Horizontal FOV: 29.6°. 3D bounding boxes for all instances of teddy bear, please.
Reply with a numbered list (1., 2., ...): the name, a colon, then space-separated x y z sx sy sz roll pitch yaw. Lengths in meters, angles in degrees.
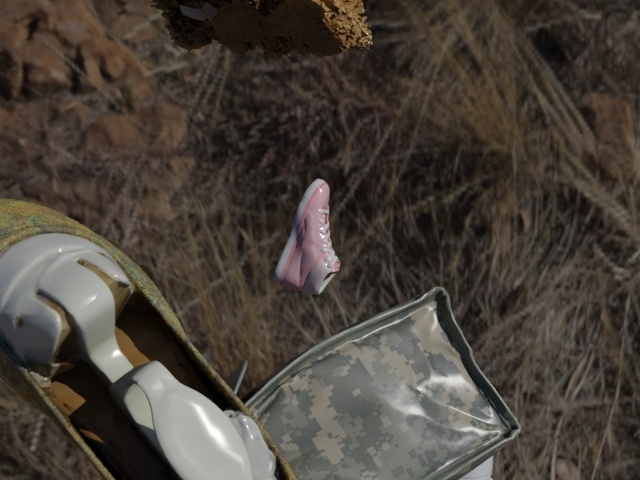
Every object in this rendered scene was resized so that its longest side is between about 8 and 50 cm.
1. teddy bear: -0.092 -0.310 1.512 0.338 0.245 0.113 0 55 47

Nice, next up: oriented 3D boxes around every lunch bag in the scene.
1. lunch bag: -0.020 0.182 1.021 0.287 0.235 0.169 -25 78 -21

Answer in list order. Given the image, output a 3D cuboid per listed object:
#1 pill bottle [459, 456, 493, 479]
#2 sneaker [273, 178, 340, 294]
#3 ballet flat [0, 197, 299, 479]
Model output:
1. pill bottle: 0.141 0.279 1.240 0.078 0.078 0.137 3 99 10
2. sneaker: 0.000 0.000 1.413 0.070 0.051 0.134 22 95 18
3. ballet flat: -0.127 0.083 0.770 0.123 0.123 0.348 -38 75 -12
